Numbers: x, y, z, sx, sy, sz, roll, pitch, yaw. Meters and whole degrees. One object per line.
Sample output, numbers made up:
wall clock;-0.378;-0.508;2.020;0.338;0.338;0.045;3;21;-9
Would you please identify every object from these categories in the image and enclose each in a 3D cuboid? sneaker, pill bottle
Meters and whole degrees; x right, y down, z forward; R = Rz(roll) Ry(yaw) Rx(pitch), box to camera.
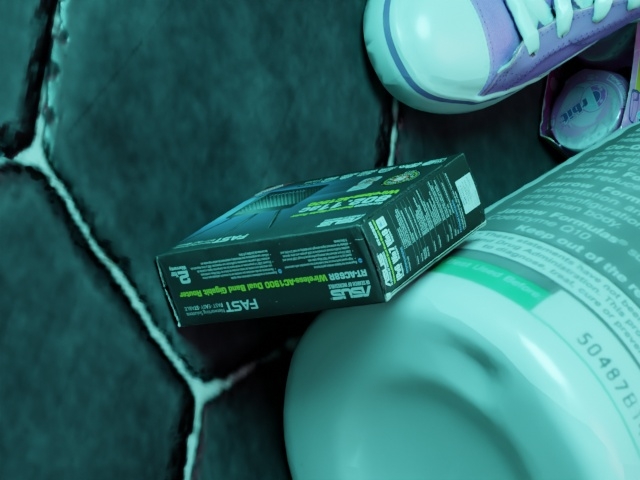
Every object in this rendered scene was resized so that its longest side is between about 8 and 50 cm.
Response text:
sneaker;0.161;-0.159;0.984;0.282;0.161;0.102;-27;95;-31
pill bottle;0.167;0.052;0.949;0.361;0.204;0.204;-29;110;-43

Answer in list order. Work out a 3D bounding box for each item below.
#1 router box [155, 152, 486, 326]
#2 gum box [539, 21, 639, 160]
router box;0.000;0.000;0.827;0.092;0.122;0.038;-36;111;-49
gum box;0.200;-0.122;1.151;0.107;0.062;0.188;32;63;-47
